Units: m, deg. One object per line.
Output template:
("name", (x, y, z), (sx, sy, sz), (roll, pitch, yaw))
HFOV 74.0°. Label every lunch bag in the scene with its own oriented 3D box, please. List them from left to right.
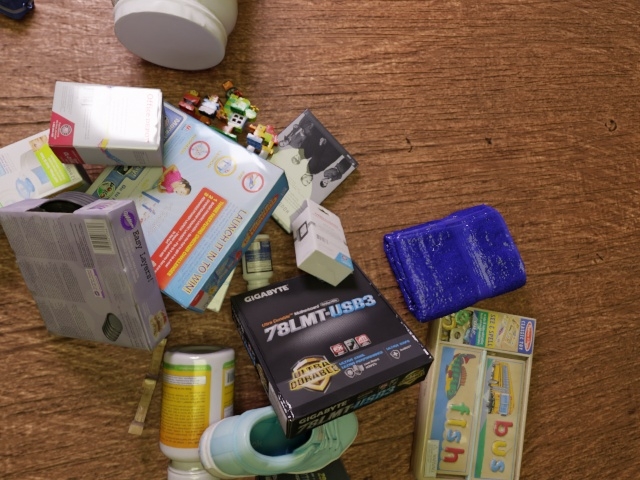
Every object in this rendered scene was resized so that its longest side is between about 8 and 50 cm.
("lunch bag", (-0.616, -0.487, 0.832), (0.098, 0.065, 0.067), (29, 63, -10))

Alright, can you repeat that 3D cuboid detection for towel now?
("towel", (0.322, 0.043, 0.999), (0.308, 0.076, 0.228), (-17, 73, -16))

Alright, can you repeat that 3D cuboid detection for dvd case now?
("dvd case", (-0.052, -0.158, 0.969), (0.179, 0.029, 0.239), (46, 77, -7))

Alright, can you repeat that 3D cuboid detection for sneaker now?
("sneaker", (-0.031, 0.372, 0.800), (0.365, 0.150, 0.135), (8, 61, -44))

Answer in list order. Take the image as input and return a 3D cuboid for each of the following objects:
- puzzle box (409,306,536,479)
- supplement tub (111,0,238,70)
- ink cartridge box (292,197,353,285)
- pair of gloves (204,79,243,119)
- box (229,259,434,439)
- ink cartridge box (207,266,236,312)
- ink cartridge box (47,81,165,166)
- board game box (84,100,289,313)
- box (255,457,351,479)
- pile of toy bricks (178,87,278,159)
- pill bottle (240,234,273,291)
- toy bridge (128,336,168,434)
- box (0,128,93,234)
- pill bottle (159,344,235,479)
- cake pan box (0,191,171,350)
("puzzle box", (0.373, 0.369, 1.023), (0.271, 0.052, 0.409), (11, 82, -14))
("supplement tub", (-0.279, -0.541, 0.834), (0.240, 0.241, 0.332), (5, 84, -14))
("ink cartridge box", (0.000, 0.000, 0.909), (0.104, 0.180, 0.060), (30, 119, -28))
("pair of gloves", (-0.212, -0.308, 0.948), (0.083, 0.010, 0.074), (-40, 101, -15))
("box", (0.011, 0.184, 0.821), (0.295, 0.073, 0.293), (-13, 44, -24))
("ink cartridge box", (-0.211, 0.081, 0.875), (0.052, 0.088, 0.123), (20, 80, -12))
("ink cartridge box", (-0.374, -0.205, 0.764), (0.175, 0.072, 0.128), (0, 72, -13))
("board game box", (-0.270, -0.071, 0.823), (0.301, 0.086, 0.308), (31, 78, 11))
("box", (-0.023, 0.502, 0.814), (0.183, 0.232, 0.059), (6, 96, -14))
("pile of toy bricks", (-0.185, -0.266, 0.898), (0.212, 0.118, 0.105), (23, 72, -1))
("pill bottle", (-0.136, 0.050, 0.909), (0.067, 0.067, 0.120), (-5, 87, -15))
("toy bridge", (-0.335, 0.276, 0.839), (0.026, 0.063, 0.188), (15, 80, -13))
("box", (-0.555, -0.106, 0.794), (0.203, 0.103, 0.114), (-29, 92, -15))
("pill bottle", (-0.238, 0.335, 0.821), (0.136, 0.136, 0.246), (2, 85, -14))
("cake pan box", (-0.401, 0.052, 0.726), (0.245, 0.070, 0.267), (1, 115, 19))
